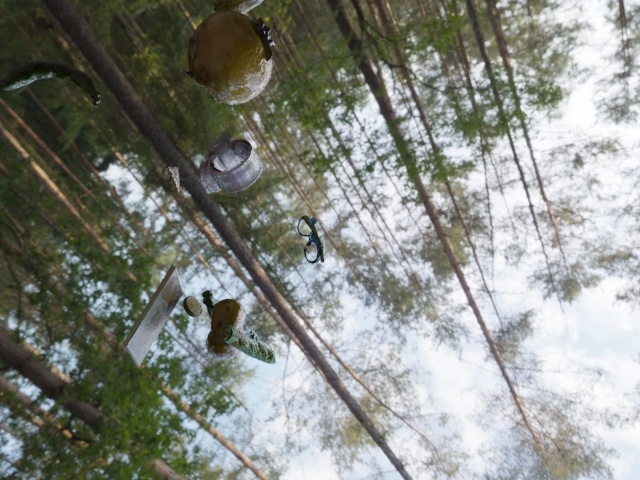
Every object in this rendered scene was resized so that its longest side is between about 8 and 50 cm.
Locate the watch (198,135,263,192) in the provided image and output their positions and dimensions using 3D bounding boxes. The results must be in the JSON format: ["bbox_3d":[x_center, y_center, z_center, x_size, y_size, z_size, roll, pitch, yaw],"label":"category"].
[{"bbox_3d":[-0.355,-0.277,1.865,0.244,0.196,0.231,-43,-130,-11],"label":"watch"}]

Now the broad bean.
[{"bbox_3d":[-0.873,-0.525,1.529,0.049,0.292,0.144,-39,-129,55],"label":"broad bean"}]

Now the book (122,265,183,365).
[{"bbox_3d":[-0.545,0.250,1.544,0.020,0.208,0.295,21,-122,4],"label":"book"}]

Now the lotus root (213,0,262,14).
[{"bbox_3d":[-0.324,-0.985,1.904,0.258,0.110,0.097,-18,-105,22],"label":"lotus root"}]

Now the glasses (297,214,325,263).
[{"bbox_3d":[-0.036,0.010,2.115,0.102,0.239,0.207,-15,-164,-3],"label":"glasses"}]

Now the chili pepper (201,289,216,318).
[{"bbox_3d":[-0.470,0.329,2.092,0.061,0.224,0.098,-27,-164,-25],"label":"chili pepper"}]

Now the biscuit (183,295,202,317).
[{"bbox_3d":[-0.464,0.240,1.692,0.023,0.084,0.084,-33,-147,16],"label":"biscuit"}]

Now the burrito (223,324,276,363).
[{"bbox_3d":[-0.262,0.384,1.761,0.054,0.288,0.104,-28,-139,24],"label":"burrito"}]

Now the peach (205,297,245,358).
[{"bbox_3d":[-0.387,0.361,1.915,0.153,0.251,0.251,6,-145,-12],"label":"peach"}]

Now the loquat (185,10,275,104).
[{"bbox_3d":[-0.226,-0.480,1.225,0.244,0.244,0.244,-22,-144,17],"label":"loquat"}]

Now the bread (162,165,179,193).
[{"bbox_3d":[-0.739,-0.329,2.327,0.054,0.154,0.136,-7,-142,4],"label":"bread"}]
